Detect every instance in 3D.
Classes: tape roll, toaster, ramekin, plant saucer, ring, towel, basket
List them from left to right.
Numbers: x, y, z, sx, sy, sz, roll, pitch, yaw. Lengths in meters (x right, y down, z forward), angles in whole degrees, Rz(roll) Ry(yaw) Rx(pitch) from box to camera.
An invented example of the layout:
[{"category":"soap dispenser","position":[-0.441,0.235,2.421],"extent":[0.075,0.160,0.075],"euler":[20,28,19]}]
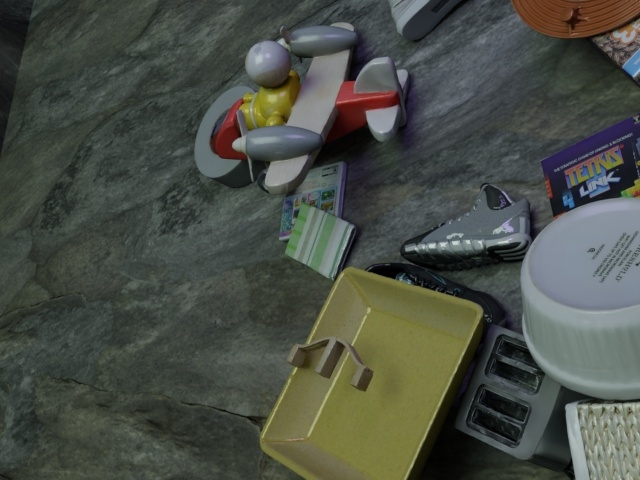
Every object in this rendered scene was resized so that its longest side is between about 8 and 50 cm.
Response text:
[{"category":"tape roll","position":[-0.184,-0.230,1.963],"extent":[0.219,0.072,0.219],"euler":[-22,57,38]},{"category":"towel","position":[0.000,0.000,1.693],"extent":[0.152,0.023,0.113],"euler":[27,99,45]},{"category":"plant saucer","position":[0.086,0.228,1.344],"extent":[0.332,0.081,0.333],"euler":[15,76,53]},{"category":"toaster","position":[0.293,0.224,1.243],"extent":[0.185,0.110,0.168],"euler":[19,87,48]},{"category":"ring","position":[0.402,-0.454,1.273],"extent":[0.336,0.032,0.337],"euler":[-20,61,43]},{"category":"ramekin","position":[0.381,0.059,1.129],"extent":[0.272,0.127,0.273],"euler":[-18,35,13]},{"category":"basket","position":[0.385,0.280,1.105],"extent":[0.103,0.113,0.167],"euler":[-13,77,34]}]

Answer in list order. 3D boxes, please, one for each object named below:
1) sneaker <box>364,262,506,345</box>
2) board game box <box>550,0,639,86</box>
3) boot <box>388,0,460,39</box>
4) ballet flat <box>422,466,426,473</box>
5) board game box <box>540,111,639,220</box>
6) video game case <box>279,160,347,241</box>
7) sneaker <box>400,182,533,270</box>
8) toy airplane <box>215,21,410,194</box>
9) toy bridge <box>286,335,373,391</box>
[{"category":"sneaker","position":[0.176,0.101,1.423],"extent":[0.267,0.106,0.101],"euler":[20,86,47]},{"category":"board game box","position":[0.489,-0.369,1.289],"extent":[0.232,0.141,0.291],"euler":[-48,45,19]},{"category":"boot","position":[0.225,-0.501,1.649],"extent":[0.258,0.095,0.123],"euler":[-37,56,30]},{"category":"ballet flat","position":[0.062,0.320,1.452],"extent":[0.280,0.095,0.096],"euler":[-2,62,45]},{"category":"board game box","position":[0.421,-0.088,1.301],"extent":[0.170,0.048,0.141],"euler":[-28,55,34]},{"category":"video game case","position":[-0.016,-0.076,1.762],"extent":[0.157,0.019,0.143],"euler":[-11,65,42]},{"category":"sneaker","position":[0.242,-0.027,1.441],"extent":[0.228,0.086,0.132],"euler":[-5,64,33]},{"category":"toy airplane","position":[-0.025,-0.269,1.667],"extent":[0.384,0.272,0.386],"euler":[-43,29,-4]},{"category":"toy bridge","position":[0.016,0.182,1.371],"extent":[0.188,0.026,0.063],"euler":[10,69,53]}]
